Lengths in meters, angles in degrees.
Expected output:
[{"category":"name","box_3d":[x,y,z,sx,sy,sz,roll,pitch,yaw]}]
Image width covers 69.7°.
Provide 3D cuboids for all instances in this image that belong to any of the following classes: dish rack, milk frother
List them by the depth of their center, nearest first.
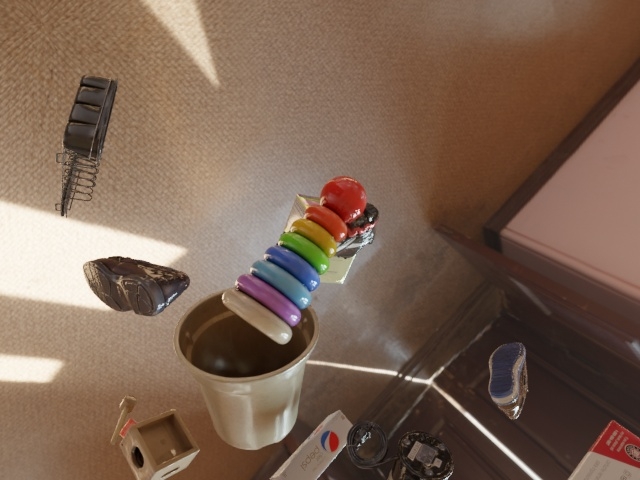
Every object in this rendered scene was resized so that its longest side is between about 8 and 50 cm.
[{"category":"milk frother","box_3d":[0.108,0.360,0.706,0.129,0.143,0.135,-12,125,-39]},{"category":"dish rack","box_3d":[-0.477,-0.179,0.929,0.074,0.208,0.271,13,141,-24]}]

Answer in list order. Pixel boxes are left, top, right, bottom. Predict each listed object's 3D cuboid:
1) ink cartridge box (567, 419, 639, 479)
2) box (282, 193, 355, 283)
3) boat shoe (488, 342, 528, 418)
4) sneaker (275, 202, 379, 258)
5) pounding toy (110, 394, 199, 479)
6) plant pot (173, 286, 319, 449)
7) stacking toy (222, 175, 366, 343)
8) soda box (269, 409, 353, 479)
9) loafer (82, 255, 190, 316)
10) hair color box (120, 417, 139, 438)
[{"category":"ink cartridge box","box_3d":[0.218,0.192,0.277,0.099,0.135,0.056,-14,127,-41]},{"category":"box","box_3d":[0.000,0.000,1.420,0.213,0.117,0.243,6,121,-28]},{"category":"boat shoe","box_3d":[0.364,0.267,0.886,0.183,0.066,0.066,-39,107,-52]},{"category":"sneaker","box_3d":[0.025,0.001,1.192,0.276,0.098,0.135,-20,137,-6]},{"category":"pounding toy","box_3d":[-0.435,0.484,1.118,0.181,0.206,0.094,-4,135,-54]},{"category":"plant pot","box_3d":[-0.169,0.331,1.138,0.333,0.334,0.305,-15,123,-25]},{"category":"stacking toy","box_3d":[-0.030,0.015,0.836,0.141,0.141,0.330,46,72,-37]},{"category":"soda box","box_3d":[-0.013,0.503,1.081,0.216,0.069,0.074,-35,169,-39]},{"category":"loafer","box_3d":[-0.383,0.086,0.946,0.095,0.302,0.109,-29,117,-43]},{"category":"hair color box","box_3d":[-0.470,0.554,1.259,0.093,0.167,0.053,52,59,-33]}]
